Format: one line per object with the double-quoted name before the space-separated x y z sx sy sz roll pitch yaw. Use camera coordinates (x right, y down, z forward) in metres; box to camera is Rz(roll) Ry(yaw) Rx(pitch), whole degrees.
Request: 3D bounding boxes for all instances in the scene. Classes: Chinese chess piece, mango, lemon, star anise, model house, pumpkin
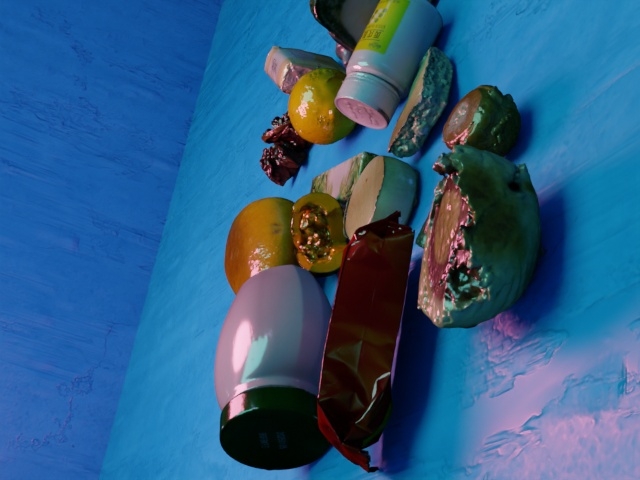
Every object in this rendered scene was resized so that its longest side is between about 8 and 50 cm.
"Chinese chess piece" 0.117 -0.072 1.959 0.188 0.083 0.188 -161 90 -73
"mango" -0.120 0.043 2.280 0.365 0.182 0.253 -95 27 -61
"lemon" 0.008 -0.310 2.341 0.206 0.173 0.173 150 137 -73
"star anise" -0.096 -0.257 2.638 0.190 0.125 0.220 -145 74 -74
"model house" 0.113 -0.567 2.235 0.298 0.243 0.284 -54 18 9
"pumpkin" 0.000 0.000 2.131 0.108 0.119 0.183 76 -172 -67

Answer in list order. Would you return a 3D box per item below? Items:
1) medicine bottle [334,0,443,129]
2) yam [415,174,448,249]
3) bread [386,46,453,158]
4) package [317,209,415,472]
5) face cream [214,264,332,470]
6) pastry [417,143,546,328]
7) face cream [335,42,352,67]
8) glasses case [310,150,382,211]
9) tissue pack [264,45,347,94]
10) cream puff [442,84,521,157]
"medicine bottle" 0.137 -0.365 2.049 0.258 0.143 0.143 -65 18 -12
"yam" 0.216 -0.040 1.664 0.084 0.084 0.127 -124 54 -66
"bread" 0.202 -0.267 1.934 0.172 0.064 0.232 171 120 -81
"package" 0.074 0.170 1.683 0.196 0.123 0.424 82 -163 -65
"face cream" -0.088 0.241 1.970 0.312 0.219 0.357 -52 26 38
"pastry" 0.236 0.007 1.460 0.237 0.170 0.256 104 167 -63
"face cream" 0.083 -0.549 2.502 0.092 0.092 0.311 -44 31 50
"glasses case" 0.054 -0.114 2.189 0.272 0.062 0.095 160 122 -65
"tissue pack" -0.031 -0.420 2.536 0.222 0.186 0.090 -118 39 -64
"cream puff" 0.267 -0.181 1.637 0.144 0.103 0.126 -24 44 64
